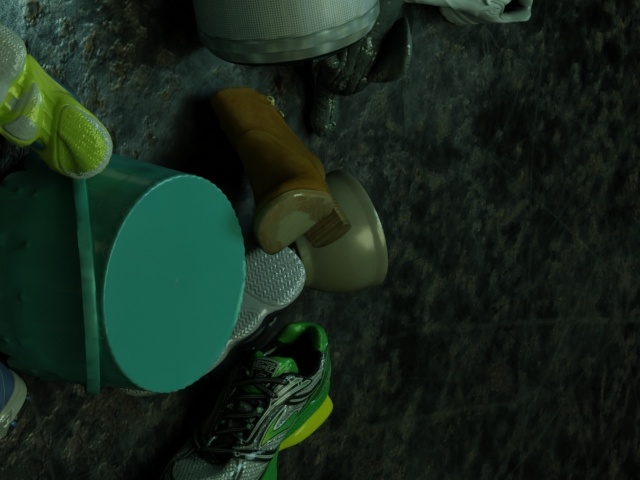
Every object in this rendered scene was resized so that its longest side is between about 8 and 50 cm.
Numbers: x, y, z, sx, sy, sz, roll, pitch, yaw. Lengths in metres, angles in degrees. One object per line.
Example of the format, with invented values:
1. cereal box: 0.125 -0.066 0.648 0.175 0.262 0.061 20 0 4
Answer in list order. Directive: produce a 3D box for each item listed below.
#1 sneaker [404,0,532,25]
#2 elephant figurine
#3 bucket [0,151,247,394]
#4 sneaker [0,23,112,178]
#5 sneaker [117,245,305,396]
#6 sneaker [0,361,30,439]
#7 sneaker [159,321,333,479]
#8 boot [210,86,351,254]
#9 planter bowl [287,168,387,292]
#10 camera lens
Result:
1. sneaker: 0.195 -0.370 2.515 0.297 0.129 0.111 8 94 -54
2. elephant figurine: 0.049 -0.261 2.292 0.186 0.169 0.239 24 74 -63
3. bucket: -0.225 0.036 1.968 0.281 0.183 0.281 -15 108 -52
4. sneaker: -0.322 -0.157 1.876 0.091 0.126 0.240 -44 107 -1
5. sneaker: -0.136 0.113 2.179 0.268 0.101 0.153 -34 168 -13
6. sneaker: -0.388 0.210 1.884 0.081 0.080 0.211 56 44 -37
7. sneaker: -0.096 0.219 2.233 0.343 0.134 0.146 -50 150 -47
8. boot: -0.070 -0.093 2.130 0.104 0.211 0.295 -38 168 10
9. planter bowl: 0.000 0.000 2.326 0.109 0.162 0.162 -20 117 -21
10. camera lens: -0.052 -0.353 2.086 0.219 0.219 0.274 -37 127 -45
